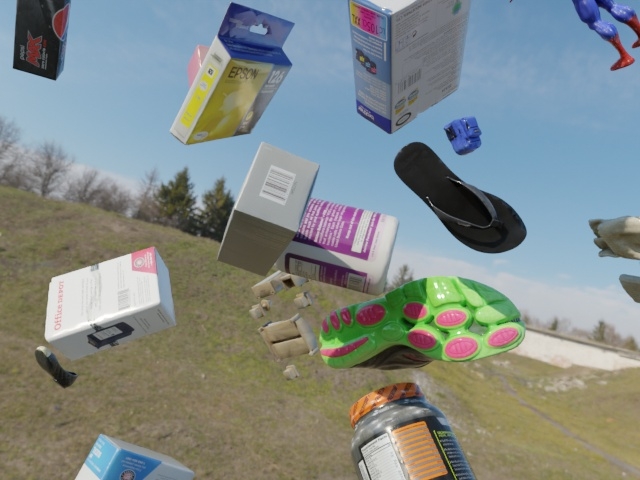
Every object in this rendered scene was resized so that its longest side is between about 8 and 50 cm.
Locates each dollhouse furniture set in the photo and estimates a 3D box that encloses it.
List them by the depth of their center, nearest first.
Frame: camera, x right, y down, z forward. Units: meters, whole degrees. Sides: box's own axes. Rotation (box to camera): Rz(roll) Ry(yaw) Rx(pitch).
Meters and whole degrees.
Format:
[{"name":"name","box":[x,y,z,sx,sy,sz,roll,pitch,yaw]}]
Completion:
[{"name":"dollhouse furniture set","box":[-0.050,0.260,1.538,0.303,0.355,0.174,-23,7,45]}]

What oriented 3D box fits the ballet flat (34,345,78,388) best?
[{"name":"ballet flat","box":[-0.694,0.326,1.211,0.058,0.049,0.173,17,-43,19]}]

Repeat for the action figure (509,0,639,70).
[{"name":"action figure","box":[0.455,-0.433,0.840,0.280,0.091,0.139,44,-2,-15]}]

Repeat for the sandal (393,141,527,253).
[{"name":"sandal","box":[0.226,-0.064,0.771,0.255,0.097,0.054,37,10,6]}]

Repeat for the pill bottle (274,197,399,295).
[{"name":"pill bottle","box":[0.000,0.000,0.963,0.302,0.169,0.169,14,-7,9]}]

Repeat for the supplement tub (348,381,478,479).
[{"name":"supplement tub","box":[0.182,0.455,0.856,0.207,0.207,0.338,19,36,-37]}]

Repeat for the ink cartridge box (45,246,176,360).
[{"name":"ink cartridge box","box":[-0.460,0.137,1.026,0.237,0.172,0.100,-18,-41,-7]}]

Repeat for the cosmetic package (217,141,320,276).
[{"name":"cosmetic package","box":[-0.094,-0.039,0.758,0.107,0.127,0.238,20,-23,-8]}]

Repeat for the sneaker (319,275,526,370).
[{"name":"sneaker","box":[0.218,0.196,1.045,0.483,0.185,0.202,-15,-22,40]}]

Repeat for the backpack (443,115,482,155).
[{"name":"backpack","box":[0.494,-0.357,1.581,0.098,0.120,0.101,-17,-4,-25]}]

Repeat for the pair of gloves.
[{"name":"pair of gloves","box":[0.568,0.049,0.764,0.240,0.042,0.204,48,-15,-21]}]

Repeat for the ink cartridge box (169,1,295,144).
[{"name":"ink cartridge box","box":[-0.181,-0.376,1.089,0.072,0.307,0.304,43,27,5]}]

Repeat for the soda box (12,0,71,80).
[{"name":"soda box","box":[-0.382,-0.316,0.639,0.060,0.168,0.053,11,32,-23]}]

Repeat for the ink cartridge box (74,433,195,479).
[{"name":"ink cartridge box","box":[-0.472,0.642,1.059,0.129,0.307,0.223,-1,-34,46]}]

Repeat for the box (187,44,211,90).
[{"name":"box","box":[-0.334,-0.486,1.497,0.149,0.232,0.127,0,-18,-33]}]

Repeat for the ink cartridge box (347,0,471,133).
[{"name":"ink cartridge box","box":[0.224,-0.462,1.171,0.151,0.270,0.395,43,-20,33]}]
